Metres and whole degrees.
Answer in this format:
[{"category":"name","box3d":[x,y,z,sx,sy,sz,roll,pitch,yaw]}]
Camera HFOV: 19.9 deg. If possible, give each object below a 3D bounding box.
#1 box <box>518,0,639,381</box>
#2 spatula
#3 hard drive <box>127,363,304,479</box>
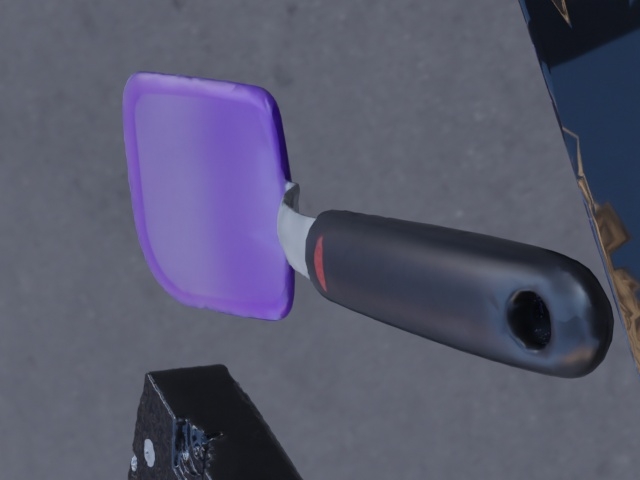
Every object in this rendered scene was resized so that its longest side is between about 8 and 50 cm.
[{"category":"box","box3d":[0.171,-0.070,0.623,0.103,0.261,0.184,-5,118,28]},{"category":"spatula","box3d":[0.000,0.000,0.535,0.296,0.030,0.084,-158,62,-66]},{"category":"hard drive","box3d":[-0.063,0.278,1.108,0.237,0.064,0.339,51,137,50]}]
